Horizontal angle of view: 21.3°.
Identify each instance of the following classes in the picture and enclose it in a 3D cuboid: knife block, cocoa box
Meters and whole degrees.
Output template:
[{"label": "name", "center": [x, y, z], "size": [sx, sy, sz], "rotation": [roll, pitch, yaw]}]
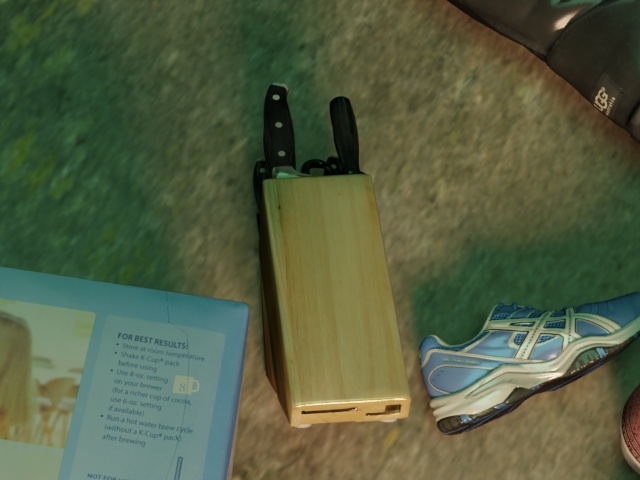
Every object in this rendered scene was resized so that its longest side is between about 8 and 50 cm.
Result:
[{"label": "knife block", "center": [0.000, 0.000, 1.318], "size": [0.088, 0.275, 0.242], "rotation": [-4, 98, -7]}, {"label": "cocoa box", "center": [-0.238, 0.169, 1.199], "size": [0.347, 0.228, 0.231], "rotation": [9, 49, -2]}]

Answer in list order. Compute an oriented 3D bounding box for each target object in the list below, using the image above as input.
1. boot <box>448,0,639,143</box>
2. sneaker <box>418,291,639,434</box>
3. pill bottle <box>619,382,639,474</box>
[{"label": "boot", "center": [0.234, -0.333, 1.534], "size": [0.445, 0.146, 0.367], "rotation": [38, 68, 15]}, {"label": "sneaker", "center": [0.178, 0.081, 1.381], "size": [0.211, 0.080, 0.081], "rotation": [-22, 75, -15]}, {"label": "pill bottle", "center": [0.283, 0.138, 1.328], "size": [0.086, 0.152, 0.086], "rotation": [2, 67, -4]}]
